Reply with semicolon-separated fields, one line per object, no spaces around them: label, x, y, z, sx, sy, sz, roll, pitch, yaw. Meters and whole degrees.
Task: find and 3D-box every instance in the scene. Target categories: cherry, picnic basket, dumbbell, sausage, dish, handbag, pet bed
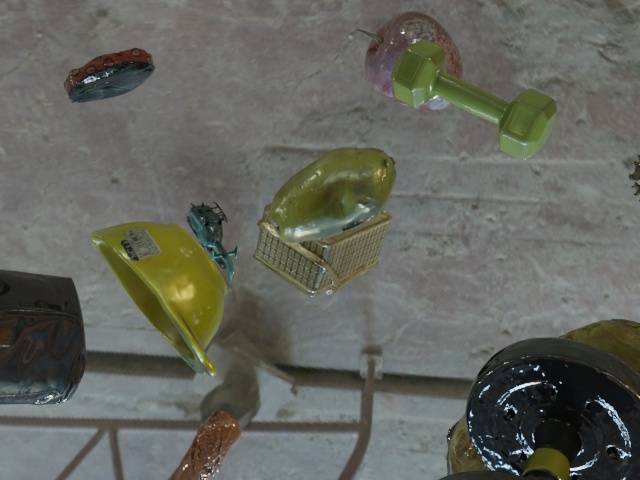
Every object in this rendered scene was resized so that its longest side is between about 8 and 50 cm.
cherry;0.210;-0.426;1.816;0.285;0.236;0.213;33;110;-7
picnic basket;0.000;0.000;1.993;0.228;0.313;0.175;31;122;27
dumbbell;0.147;0.168;0.515;0.143;0.325;0.143;13;121;23
sausage;-0.234;0.411;1.310;0.078;0.078;0.304;36;102;-6
dumbbell;0.270;-0.256;1.388;0.302;0.108;0.121;32;106;22
dish;-0.147;0.042;0.786;0.208;0.080;0.149;44;159;19
handbag;-0.600;0.187;1.523;0.178;0.302;0.275;-39;60;23
pet bed;-0.452;-0.348;1.652;0.201;0.201;0.053;-24;88;18

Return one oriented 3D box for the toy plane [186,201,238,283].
toy plane;-0.235;-0.010;1.663;0.060;0.235;0.096;-5;129;-33

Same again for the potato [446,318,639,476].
potato;0.259;0.205;0.729;0.246;0.300;0.196;37;150;18

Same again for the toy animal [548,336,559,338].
toy animal;0.504;0.254;1.110;0.344;0.194;0.302;-16;84;-1

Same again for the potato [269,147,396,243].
potato;0.024;-0.079;1.413;0.248;0.143;0.169;-27;144;-12

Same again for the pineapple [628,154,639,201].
pineapple;0.573;-0.100;1.221;0.193;0.166;0.166;-1;115;-18
